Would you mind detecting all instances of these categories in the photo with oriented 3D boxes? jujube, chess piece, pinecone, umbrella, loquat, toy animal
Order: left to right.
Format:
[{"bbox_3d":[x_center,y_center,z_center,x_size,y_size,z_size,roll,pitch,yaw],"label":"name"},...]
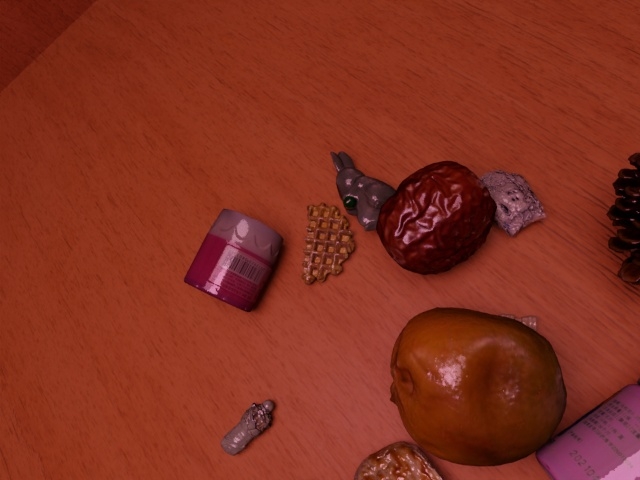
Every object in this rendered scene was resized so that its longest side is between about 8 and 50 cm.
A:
[{"bbox_3d":[-0.154,0.405,1.001,0.143,0.062,0.067,-48,34,-2],"label":"umbrella"},{"bbox_3d":[0.096,-0.118,1.096,0.138,0.108,0.236,-5,36,-27],"label":"toy animal"},{"bbox_3d":[0.239,-0.039,0.946,0.232,0.213,0.213,-40,64,10],"label":"jujube"},{"bbox_3d":[0.265,0.248,0.814,0.283,0.276,0.276,-11,67,-6],"label":"loquat"},{"bbox_3d":[0.384,0.163,0.924,0.092,0.035,0.035,5,72,23],"label":"chess piece"},{"bbox_3d":[0.626,-0.045,0.785,0.246,0.292,0.246,-23,25,11],"label":"pinecone"}]

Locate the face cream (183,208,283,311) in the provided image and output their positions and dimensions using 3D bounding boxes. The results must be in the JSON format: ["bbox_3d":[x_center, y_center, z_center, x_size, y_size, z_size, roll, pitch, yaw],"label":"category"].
[{"bbox_3d":[-0.199,0.047,1.077,0.175,0.175,0.195,22,78,24],"label":"face cream"}]

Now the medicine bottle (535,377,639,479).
[{"bbox_3d":[0.519,0.338,0.735,0.290,0.178,0.178,-38,64,2],"label":"medicine bottle"}]

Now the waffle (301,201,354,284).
[{"bbox_3d":[0.000,0.000,1.101,0.160,0.046,0.192,-30,64,5],"label":"waffle"}]

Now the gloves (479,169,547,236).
[{"bbox_3d":[0.407,-0.090,0.986,0.114,0.070,0.153,-32,62,5],"label":"gloves"}]

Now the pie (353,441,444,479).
[{"bbox_3d":[0.156,0.488,0.851,0.179,0.084,0.205,-42,62,-1],"label":"pie"}]
